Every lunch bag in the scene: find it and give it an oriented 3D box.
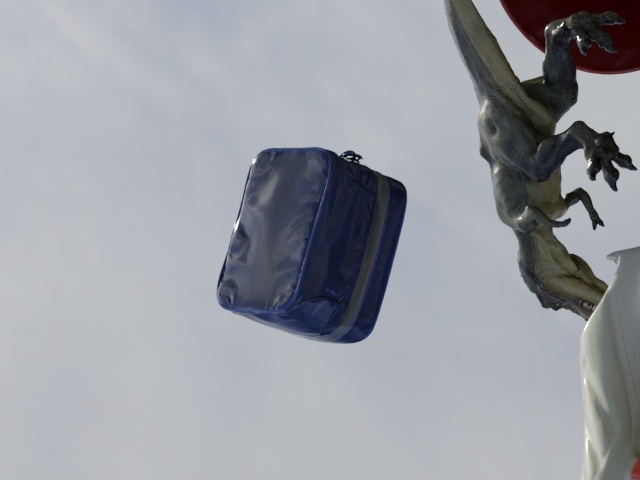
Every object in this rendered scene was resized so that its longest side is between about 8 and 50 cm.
[{"bbox_3d":[0.000,0.000,0.941,0.065,0.098,0.067,24,168,-39],"label":"lunch bag"}]

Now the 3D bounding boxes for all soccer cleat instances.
[{"bbox_3d":[0.175,0.094,1.081,0.076,0.196,0.068,2,158,43],"label":"soccer cleat"}]

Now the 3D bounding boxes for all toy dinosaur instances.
[{"bbox_3d":[0.131,-0.076,1.132,0.064,0.118,0.268,-20,-87,-36],"label":"toy dinosaur"}]

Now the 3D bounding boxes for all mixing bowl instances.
[{"bbox_3d":[0.214,-0.214,1.314,0.181,0.181,0.098,44,-141,16],"label":"mixing bowl"}]
